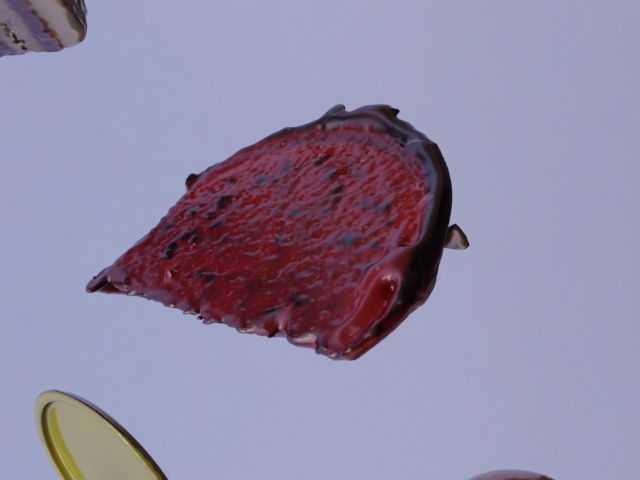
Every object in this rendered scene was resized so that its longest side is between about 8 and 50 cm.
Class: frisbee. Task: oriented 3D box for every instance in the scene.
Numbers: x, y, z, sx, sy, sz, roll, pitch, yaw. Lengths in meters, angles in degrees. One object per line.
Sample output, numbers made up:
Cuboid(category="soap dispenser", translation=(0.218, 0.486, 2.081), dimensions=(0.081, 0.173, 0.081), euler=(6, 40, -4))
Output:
Cuboid(category="frisbee", translation=(-0.197, 0.239, 1.564), dimensions=(0.017, 0.236, 0.236), euler=(-38, -51, -30))

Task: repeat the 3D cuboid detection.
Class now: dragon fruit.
Cuboid(category="dragon fruit", translation=(0.000, 0.000, 1.364), dimensions=(0.282, 0.343, 0.100), euler=(-50, -52, -22))

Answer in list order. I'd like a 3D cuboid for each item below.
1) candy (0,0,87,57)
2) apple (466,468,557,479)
Cuboid(category="candy", translation=(-0.311, -0.307, 1.423), dimensions=(0.321, 0.135, 0.179), euler=(56, -151, -66))
Cuboid(category="apple", translation=(0.222, 0.401, 1.920), dimensions=(0.253, 0.253, 0.253), euler=(1, -90, -66))
